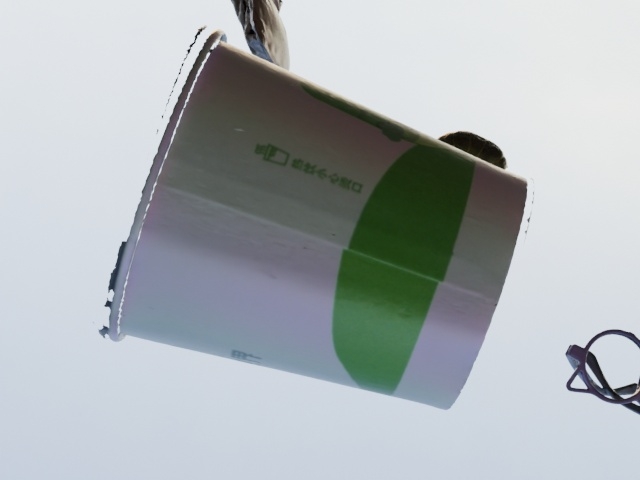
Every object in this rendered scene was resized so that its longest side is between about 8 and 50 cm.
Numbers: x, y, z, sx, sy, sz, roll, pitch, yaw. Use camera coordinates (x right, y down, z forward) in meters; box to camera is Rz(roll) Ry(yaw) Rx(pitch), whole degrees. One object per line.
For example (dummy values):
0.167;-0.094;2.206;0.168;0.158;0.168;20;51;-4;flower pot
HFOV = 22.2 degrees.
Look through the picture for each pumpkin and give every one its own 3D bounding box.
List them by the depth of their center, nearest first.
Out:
0.156;-0.096;1.679;0.083;0.028;0.050;18;-158;3;pumpkin

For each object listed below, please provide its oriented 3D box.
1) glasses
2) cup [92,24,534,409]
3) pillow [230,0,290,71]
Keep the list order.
0.228;0.117;1.216;0.140;0.062;0.104;31;165;-9;glasses
0.000;0.000;1.228;0.274;0.253;0.253;20;-150;1;cup
-0.078;-0.313;1.963;0.049;0.135;0.248;-11;-112;13;pillow
